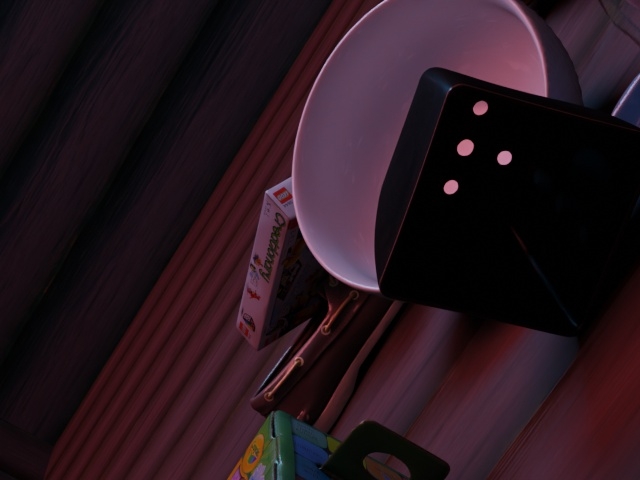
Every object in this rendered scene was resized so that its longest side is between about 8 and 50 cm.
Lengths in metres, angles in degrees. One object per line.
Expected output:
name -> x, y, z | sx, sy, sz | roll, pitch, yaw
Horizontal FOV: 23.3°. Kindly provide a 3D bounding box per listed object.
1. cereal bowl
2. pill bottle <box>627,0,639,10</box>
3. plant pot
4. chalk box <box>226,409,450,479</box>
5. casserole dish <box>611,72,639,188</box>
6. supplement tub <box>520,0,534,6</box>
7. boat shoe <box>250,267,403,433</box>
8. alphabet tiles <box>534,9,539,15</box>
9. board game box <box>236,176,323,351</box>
cereal bowl -> 0.135, -0.092, 1.594 | 0.339, 0.141, 0.339 | -17, 65, 40
pill bottle -> 0.351, -0.331, 1.363 | 0.162, 0.162, 0.278 | -45, 19, 53
plant pot -> 0.145, -0.050, 1.324 | 0.167, 0.187, 0.188 | -115, 41, -65
chalk box -> -0.004, 0.277, 1.336 | 0.289, 0.180, 0.179 | -56, 12, 13
casserole dish -> 0.295, -0.099, 1.339 | 0.114, 0.037, 0.188 | -57, 12, 15
supplement tub -> 0.215, -0.421, 1.906 | 0.193, 0.194, 0.316 | -63, -17, -17
boat shoe -> 0.030, 0.086, 1.888 | 0.324, 0.097, 0.116 | -60, 10, -1
alphabet tiles -> 0.199, -0.177, 2.047 | 0.237, 0.009, 0.198 | -41, 22, 58
board game box -> 0.000, 0.000, 1.915 | 0.193, 0.053, 0.305 | -32, -23, -27
